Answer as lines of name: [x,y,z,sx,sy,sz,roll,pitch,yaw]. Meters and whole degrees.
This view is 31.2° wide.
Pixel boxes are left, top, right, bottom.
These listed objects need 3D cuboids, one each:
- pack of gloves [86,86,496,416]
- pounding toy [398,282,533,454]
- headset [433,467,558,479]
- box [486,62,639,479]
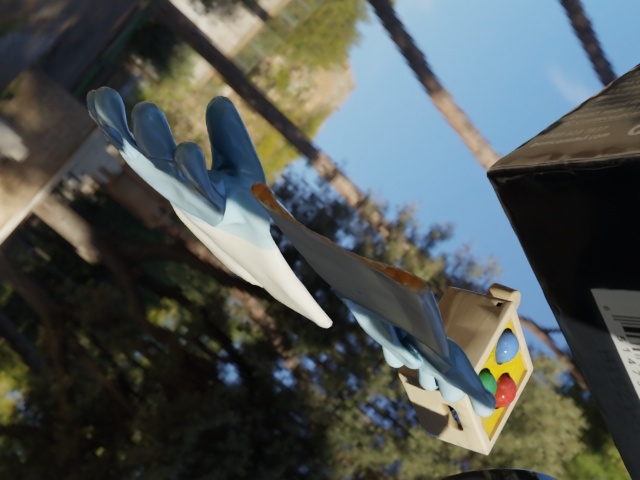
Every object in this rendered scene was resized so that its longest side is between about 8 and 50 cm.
pack of gloves: [0.000,0.000,0.546,0.046,0.195,0.232,-56,155,-10]
pounding toy: [0.197,0.135,1.310,0.094,0.181,0.206,14,-125,34]
headset: [0.119,0.302,0.973,0.243,0.394,0.185,-25,-136,3]
box: [0.349,-0.014,0.663,0.395,0.293,0.212,-34,-165,-25]
